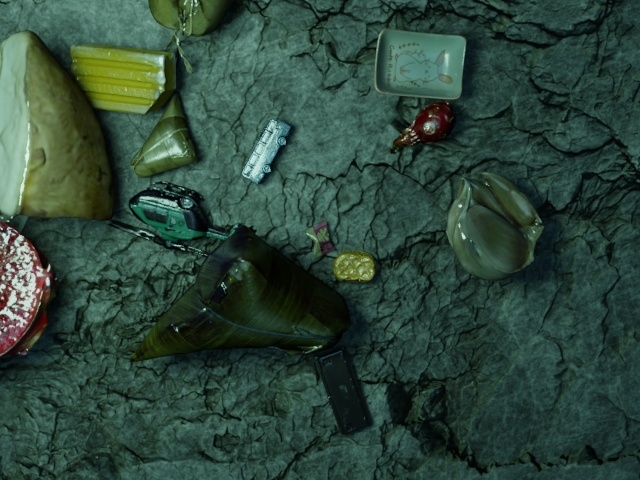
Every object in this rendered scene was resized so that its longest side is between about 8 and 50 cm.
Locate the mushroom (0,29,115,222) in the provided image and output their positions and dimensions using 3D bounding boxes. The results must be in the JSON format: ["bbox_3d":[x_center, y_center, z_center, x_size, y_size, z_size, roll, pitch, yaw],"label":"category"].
[{"bbox_3d":[-0.573,-0.238,1.420,0.224,0.313,0.397,8,94,35],"label":"mushroom"}]

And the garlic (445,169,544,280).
[{"bbox_3d":[0.414,-0.032,1.573,0.292,0.210,0.237,27,102,-16],"label":"garlic"}]

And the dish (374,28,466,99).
[{"bbox_3d":[0.233,-0.419,1.564,0.212,0.077,0.151,4,96,-4],"label":"dish"}]

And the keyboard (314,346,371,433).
[{"bbox_3d":[0.058,0.394,1.698,0.093,0.025,0.230,-19,99,-3],"label":"keyboard"}]

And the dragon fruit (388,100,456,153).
[{"bbox_3d":[0.251,-0.265,1.585,0.190,0.094,0.094,-36,99,7],"label":"dragon fruit"}]

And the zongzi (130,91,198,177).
[{"bbox_3d":[-0.390,-0.249,1.550,0.160,0.078,0.176,-18,89,-1],"label":"zongzi"}]

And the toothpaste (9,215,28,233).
[{"bbox_3d":[-0.707,-0.093,1.571,0.048,0.031,0.190,32,98,-11],"label":"toothpaste"}]

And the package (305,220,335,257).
[{"bbox_3d":[0.000,0.000,1.634,0.059,0.029,0.083,-22,110,-8],"label":"package"}]

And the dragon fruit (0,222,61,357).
[{"bbox_3d":[-0.787,0.112,1.492,0.386,0.249,0.371,-3,83,-6],"label":"dragon fruit"}]

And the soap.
[{"bbox_3d":[-0.451,-0.369,1.487,0.232,0.073,0.140,8,115,10],"label":"soap"}]

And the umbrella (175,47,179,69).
[{"bbox_3d":[-0.349,-0.414,1.555,0.013,0.022,0.122,13,87,3],"label":"umbrella"}]

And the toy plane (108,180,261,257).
[{"bbox_3d":[-0.317,-0.038,1.575,0.381,0.106,0.155,17,103,-7],"label":"toy plane"}]

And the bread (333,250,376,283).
[{"bbox_3d":[0.087,0.067,1.642,0.110,0.044,0.083,4,97,-2],"label":"bread"}]

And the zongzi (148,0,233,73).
[{"bbox_3d":[-0.156,-0.636,1.443,0.467,0.218,0.500,-5,102,-11],"label":"zongzi"}]

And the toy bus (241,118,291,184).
[{"bbox_3d":[-0.131,-0.218,1.583,0.065,0.047,0.166,29,96,-4],"label":"toy bus"}]

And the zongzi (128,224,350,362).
[{"bbox_3d":[-0.181,0.217,1.559,0.403,0.208,0.432,35,107,-33],"label":"zongzi"}]
